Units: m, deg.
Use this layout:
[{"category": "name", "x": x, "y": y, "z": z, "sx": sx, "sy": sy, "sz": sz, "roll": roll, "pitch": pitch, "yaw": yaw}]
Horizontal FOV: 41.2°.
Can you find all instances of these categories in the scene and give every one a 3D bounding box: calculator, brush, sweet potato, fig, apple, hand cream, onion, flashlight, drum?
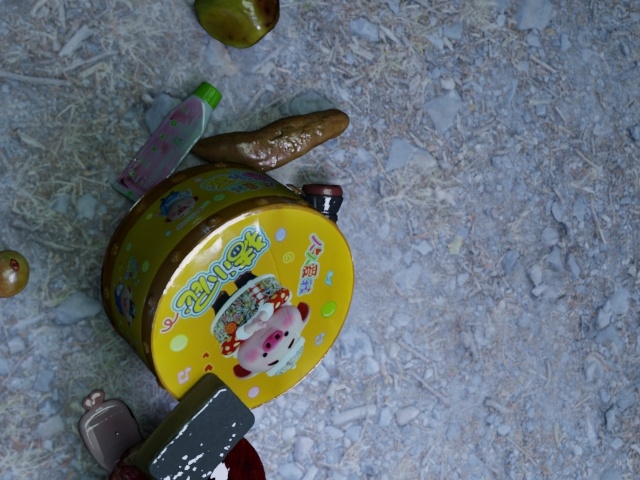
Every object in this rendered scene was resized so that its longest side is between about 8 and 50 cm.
[{"category": "calculator", "x": -0.396, "y": 0.360, "z": 1.606, "sx": 0.103, "sy": 0.024, "sz": 0.166, "roll": -29, "pitch": 101, "yaw": -21}, {"category": "brush", "x": -0.207, "y": 0.332, "z": 1.426, "sx": 0.197, "sy": 0.059, "sz": 0.123, "roll": -49, "pitch": 128, "yaw": -18}, {"category": "sweet potato", "x": -0.090, "y": -0.193, "z": 1.717, "sx": 0.354, "sy": 0.095, "sz": 0.106, "roll": -14, "pitch": 58, "yaw": -20}, {"category": "fig", "x": -0.161, "y": -0.449, "z": 1.668, "sx": 0.165, "sy": 0.144, "sz": 0.154, "roll": -9, "pitch": 58, "yaw": -3}, {"category": "apple", "x": -0.556, "y": 0.060, "z": 1.512, "sx": 0.071, "sy": 0.084, "sz": 0.084, "roll": -17, "pitch": 96, "yaw": -40}, {"category": "hand cream", "x": -0.288, "y": -0.189, "z": 1.651, "sx": 0.275, "sy": 0.079, "sz": 0.050, "roll": -55, "pitch": 143, "yaw": -14}, {"category": "onion", "x": -0.234, "y": 0.479, "z": 1.559, "sx": 0.313, "sy": 0.232, "sz": 0.314, "roll": -9, "pitch": 107, "yaw": -30}, {"category": "flashlight", "x": 0.000, "y": 0.000, "z": 1.760, "sx": 0.093, "sy": 0.093, "sz": 0.232, "roll": 1, "pitch": 92, "yaw": -24}, {"category": "drum", "x": -0.158, "y": 0.081, "z": 1.524, "sx": 0.431, "sy": 0.214, "sz": 0.431, "roll": -18, "pitch": 125, "yaw": -28}]

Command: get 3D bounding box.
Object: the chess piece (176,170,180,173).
[{"category": "chess piece", "x": -0.298, "y": 0.008, "z": 1.607, "sx": 0.144, "sy": 0.144, "sz": 0.251, "roll": 44, "pitch": 79, "yaw": -17}]
